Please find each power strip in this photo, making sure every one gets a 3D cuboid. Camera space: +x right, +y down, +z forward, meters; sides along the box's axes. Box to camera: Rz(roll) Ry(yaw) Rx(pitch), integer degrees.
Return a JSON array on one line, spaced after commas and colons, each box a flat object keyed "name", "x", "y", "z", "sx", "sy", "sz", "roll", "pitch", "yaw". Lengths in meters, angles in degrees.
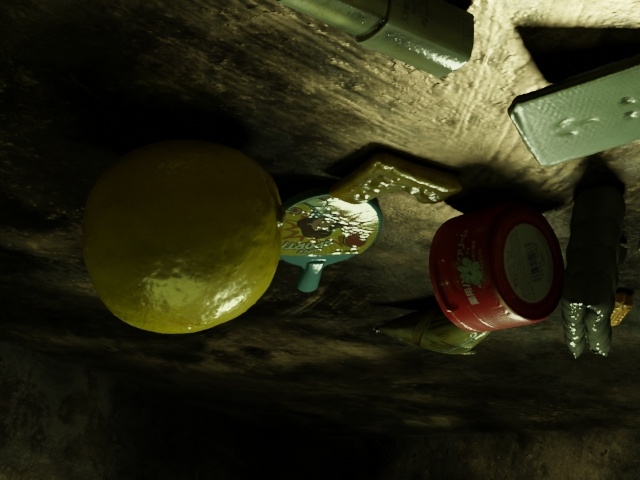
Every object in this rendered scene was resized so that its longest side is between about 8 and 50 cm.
[{"name": "power strip", "x": 0.377, "y": -0.192, "z": 1.626, "sx": 0.213, "sy": 0.064, "sz": 0.198, "roll": -16, "pitch": 153, "yaw": 17}]

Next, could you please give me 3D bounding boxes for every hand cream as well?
[{"name": "hand cream", "x": 0.317, "y": 0.048, "z": 2.082, "sx": 0.230, "sy": 0.230, "sz": 0.149, "roll": 22, "pitch": 155, "yaw": -39}]

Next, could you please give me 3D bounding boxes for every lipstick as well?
[{"name": "lipstick", "x": 0.069, "y": -0.281, "z": 1.435, "sx": 0.253, "sy": 0.079, "sz": 0.077, "roll": 17, "pitch": 157, "yaw": -30}]

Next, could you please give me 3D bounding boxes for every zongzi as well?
[{"name": "zongzi", "x": 0.256, "y": 0.187, "z": 2.647, "sx": 0.242, "sy": 0.112, "sz": 0.221, "roll": 8, "pitch": 162, "yaw": -5}]

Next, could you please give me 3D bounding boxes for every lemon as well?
[{"name": "lemon", "x": -0.224, "y": -0.008, "z": 1.915, "sx": 0.348, "sy": 0.348, "sz": 0.348, "roll": 5, "pitch": 160, "yaw": 2}]

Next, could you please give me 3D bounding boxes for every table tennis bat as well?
[{"name": "table tennis bat", "x": 0.000, "y": 0.000, "z": 2.188, "sx": 0.215, "sy": 0.044, "sz": 0.329, "roll": -1, "pitch": 147, "yaw": -13}]

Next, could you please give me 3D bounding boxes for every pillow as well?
[{"name": "pillow", "x": 0.483, "y": 0.059, "z": 2.071, "sx": 0.101, "sy": 0.228, "sz": 0.326, "roll": 5, "pitch": 160, "yaw": 18}]

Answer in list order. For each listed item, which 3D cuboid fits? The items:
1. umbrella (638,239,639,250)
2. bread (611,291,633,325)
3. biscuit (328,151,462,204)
[{"name": "umbrella", "x": 0.660, "y": 0.013, "z": 2.177, "sx": 0.133, "sy": 0.031, "sz": 0.036, "roll": 3, "pitch": 134, "yaw": 7}, {"name": "bread", "x": 0.643, "y": 0.150, "z": 2.540, "sx": 0.052, "sy": 0.044, "sz": 0.157, "roll": -2, "pitch": 160, "yaw": 3}, {"name": "biscuit", "x": 0.129, "y": -0.091, "z": 1.999, "sx": 0.183, "sy": 0.039, "sz": 0.174, "roll": 14, "pitch": 154, "yaw": -22}]
